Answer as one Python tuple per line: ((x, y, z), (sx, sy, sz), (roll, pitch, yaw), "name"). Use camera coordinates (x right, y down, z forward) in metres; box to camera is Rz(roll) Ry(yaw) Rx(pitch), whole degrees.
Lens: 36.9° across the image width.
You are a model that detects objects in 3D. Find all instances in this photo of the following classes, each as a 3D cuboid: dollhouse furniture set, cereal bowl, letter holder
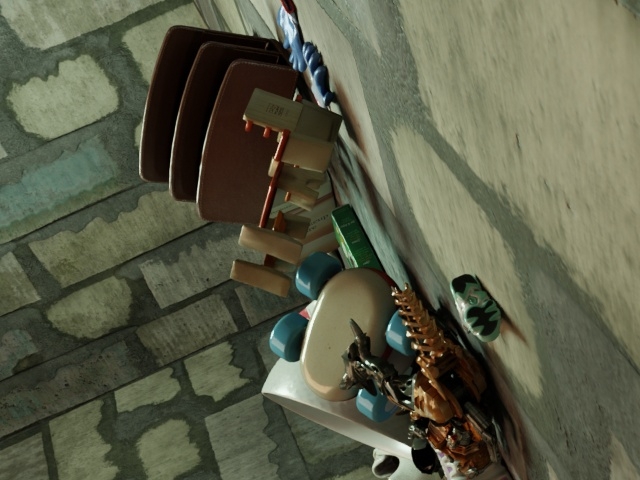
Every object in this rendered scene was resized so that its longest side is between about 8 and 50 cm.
((-0.066, -0.094, 1.453), (0.262, 0.135, 0.259), (-74, 2, -45), "dollhouse furniture set")
((0.074, 0.272, 1.706), (0.339, 0.141, 0.339), (21, 166, 5), "cereal bowl")
((-0.188, -0.198, 1.664), (0.152, 0.214, 0.302), (-121, 41, -54), "letter holder")

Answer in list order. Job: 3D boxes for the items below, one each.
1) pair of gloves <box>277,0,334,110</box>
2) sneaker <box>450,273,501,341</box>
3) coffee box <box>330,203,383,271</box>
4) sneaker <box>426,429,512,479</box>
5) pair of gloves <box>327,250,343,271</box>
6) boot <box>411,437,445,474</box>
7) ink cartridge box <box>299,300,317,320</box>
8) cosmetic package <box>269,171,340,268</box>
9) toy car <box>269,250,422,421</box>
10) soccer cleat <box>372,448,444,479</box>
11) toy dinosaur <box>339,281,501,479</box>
((-0.026, -0.274, 1.432), (0.159, 0.023, 0.198), (79, 167, -69), "pair of gloves")
((0.169, 0.087, 1.004), (0.098, 0.038, 0.069), (-105, -6, -53), "sneaker")
((0.076, 0.037, 1.713), (0.113, 0.040, 0.184), (75, 170, -65), "coffee box")
((0.214, 0.324, 1.367), (0.104, 0.095, 0.236), (57, -167, -81), "sneaker")
((0.000, 0.000, 2.346), (0.204, 0.042, 0.240), (63, 177, -9), "pair of gloves")
((0.179, 0.334, 1.484), (0.198, 0.077, 0.137), (63, -155, -29), "boot")
((0.047, 0.154, 1.832), (0.175, 0.072, 0.127), (-44, 64, 42), "ink cartridge box")
((-0.053, -0.070, 1.951), (0.296, 0.153, 0.129), (73, 171, -64), "cosmetic package")
((0.088, 0.144, 1.499), (0.219, 0.210, 0.238), (29, -167, 32), "toy car")
((0.164, 0.445, 2.105), (0.331, 0.143, 0.116), (-129, 16, -73), "soccer cleat")
((0.150, 0.168, 1.216), (0.218, 0.164, 0.322), (39, 138, 46), "toy dinosaur")
